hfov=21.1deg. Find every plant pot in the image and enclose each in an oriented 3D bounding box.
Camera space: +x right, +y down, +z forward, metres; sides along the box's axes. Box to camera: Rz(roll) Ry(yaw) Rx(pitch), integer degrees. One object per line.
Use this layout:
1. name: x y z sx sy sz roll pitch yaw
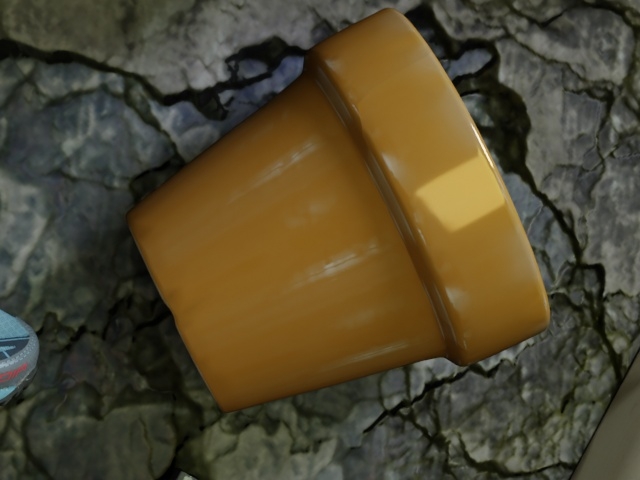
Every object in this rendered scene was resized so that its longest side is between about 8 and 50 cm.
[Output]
1. plant pot: 0.000 0.000 0.977 0.188 0.205 0.205 -26 102 -3

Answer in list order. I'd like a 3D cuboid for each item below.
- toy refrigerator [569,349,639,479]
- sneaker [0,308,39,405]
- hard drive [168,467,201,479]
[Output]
1. toy refrigerator: 0.252 0.132 1.125 0.102 0.094 0.269 34 79 -19
2. sneaker: -0.255 0.002 0.891 0.262 0.104 0.125 25 105 -20
3. hard drive: -0.079 0.217 1.032 0.094 0.022 0.135 32 80 -20
